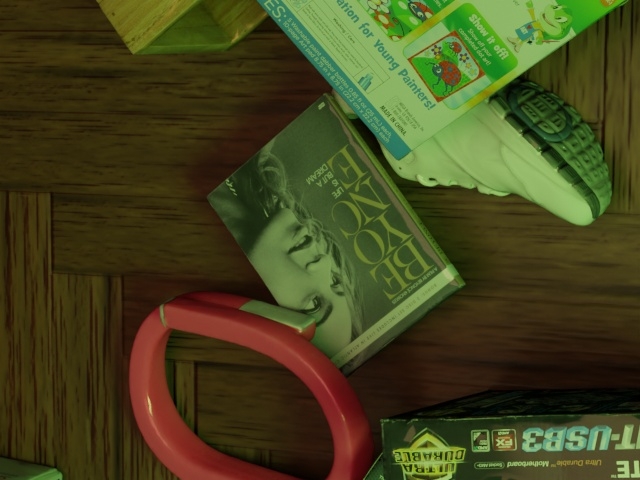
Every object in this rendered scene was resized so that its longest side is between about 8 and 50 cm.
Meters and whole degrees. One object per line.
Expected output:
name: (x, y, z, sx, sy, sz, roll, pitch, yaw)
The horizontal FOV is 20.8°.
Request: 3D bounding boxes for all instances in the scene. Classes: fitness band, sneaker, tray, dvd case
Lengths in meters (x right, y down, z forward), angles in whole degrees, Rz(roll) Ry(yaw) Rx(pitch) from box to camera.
fitness band: (-0.073, 0.159, 1.673, 0.291, 0.054, 0.209, 13, 116, 36)
sneaker: (0.135, -0.098, 1.592, 0.297, 0.111, 0.129, 37, 120, 22)
tray: (0.004, -0.317, 1.554, 0.411, 0.203, 0.076, -36, 83, 22)
dvd case: (0.010, -0.001, 1.622, 0.164, 0.018, 0.221, -40, 79, 24)

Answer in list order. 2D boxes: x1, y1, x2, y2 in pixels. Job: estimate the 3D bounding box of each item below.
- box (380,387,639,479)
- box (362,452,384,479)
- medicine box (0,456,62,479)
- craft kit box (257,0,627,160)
box: (0.237, 0.164, 1.459, 0.293, 0.295, 0.073, -5, 87, 22)
box: (0.142, 0.296, 1.583, 0.233, 0.183, 0.059, 31, 64, 17)
medicine box: (-0.425, 0.373, 1.837, 0.263, 0.149, 0.289, 7, 98, 22)
craft kit box: (0.083, -0.230, 1.444, 0.247, 0.061, 0.250, -33, 111, 23)
